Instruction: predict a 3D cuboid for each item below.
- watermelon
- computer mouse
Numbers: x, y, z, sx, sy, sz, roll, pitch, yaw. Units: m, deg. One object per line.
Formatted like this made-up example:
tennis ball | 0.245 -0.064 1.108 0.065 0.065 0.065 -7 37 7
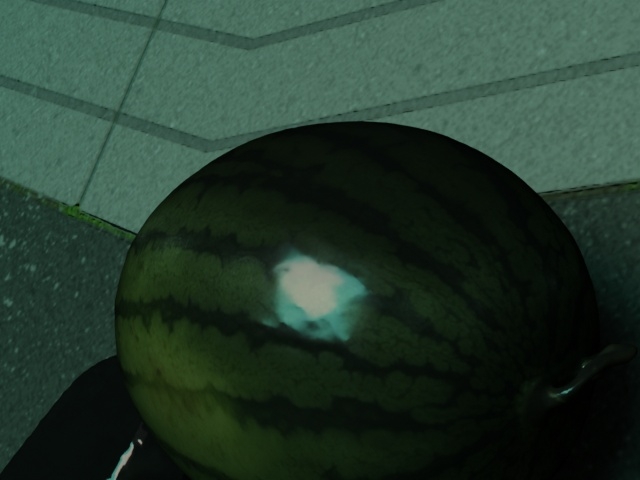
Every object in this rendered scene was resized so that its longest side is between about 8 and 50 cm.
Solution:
watermelon | 0.029 0.062 0.979 0.359 0.279 0.278 14 75 46
computer mouse | -0.197 0.237 1.210 0.323 0.116 0.183 -54 39 -7
